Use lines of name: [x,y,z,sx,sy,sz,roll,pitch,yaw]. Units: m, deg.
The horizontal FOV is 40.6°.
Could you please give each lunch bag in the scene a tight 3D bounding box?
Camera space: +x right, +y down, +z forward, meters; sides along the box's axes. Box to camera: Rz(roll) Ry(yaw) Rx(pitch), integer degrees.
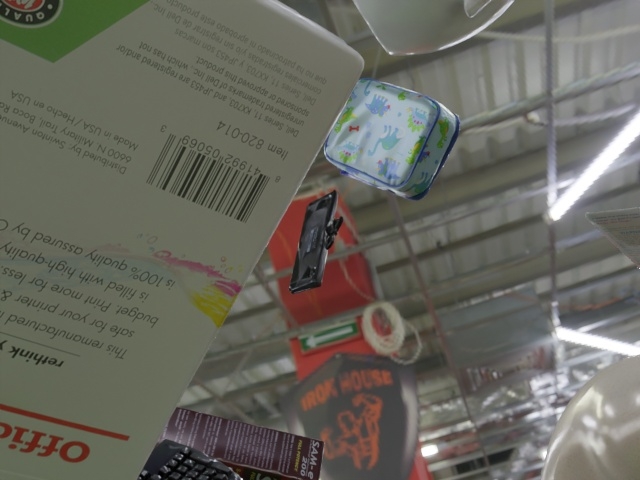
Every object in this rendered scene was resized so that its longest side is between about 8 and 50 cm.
lunch bag: [0.118,-0.174,1.490,0.090,0.219,0.176,22,-86,-48]

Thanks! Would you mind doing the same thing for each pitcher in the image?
pitcher: [0.124,-0.216,0.642,0.207,0.178,0.125,-31,-48,14]

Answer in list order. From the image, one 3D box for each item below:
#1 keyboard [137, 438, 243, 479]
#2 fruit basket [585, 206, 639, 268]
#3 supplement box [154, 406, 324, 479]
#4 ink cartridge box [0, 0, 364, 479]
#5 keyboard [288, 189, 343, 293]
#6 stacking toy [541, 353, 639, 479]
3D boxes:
keyboard: [-0.224,0.276,0.812,0.201,0.033,0.317,12,22,22]
fruit basket: [0.569,0.026,1.111,0.327,0.166,0.353,-4,-35,47]
supplement box: [-0.126,0.300,1.135,0.239,0.073,0.130,13,-50,-3]
ink cartridge box: [-0.158,0.003,0.465,0.207,0.119,0.354,23,-76,-28]
keyboard: [0.000,0.000,1.465,0.023,0.180,0.108,28,-32,-29]
stacking toy: [0.449,0.232,0.669,0.479,0.351,0.351,-6,-29,-19]
